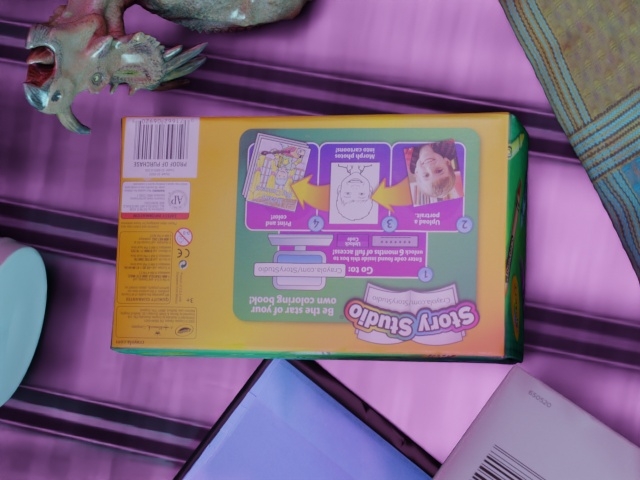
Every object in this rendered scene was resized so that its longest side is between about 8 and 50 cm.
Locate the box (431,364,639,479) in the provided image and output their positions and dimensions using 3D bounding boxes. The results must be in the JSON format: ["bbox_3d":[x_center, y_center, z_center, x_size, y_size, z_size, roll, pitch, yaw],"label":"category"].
[{"bbox_3d":[0.145,0.212,1.124,0.182,0.119,0.181,34,76,11],"label":"box"}]

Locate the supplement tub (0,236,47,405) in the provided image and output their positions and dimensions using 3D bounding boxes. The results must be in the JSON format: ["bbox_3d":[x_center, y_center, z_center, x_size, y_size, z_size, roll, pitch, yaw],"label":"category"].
[{"bbox_3d":[-0.313,0.040,1.248,0.199,0.144,0.144,14,92,13],"label":"supplement tub"}]

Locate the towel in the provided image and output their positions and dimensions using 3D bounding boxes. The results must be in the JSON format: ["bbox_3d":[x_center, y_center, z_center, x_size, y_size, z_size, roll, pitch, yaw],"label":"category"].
[{"bbox_3d":[0.209,-0.121,1.085,0.040,0.271,0.370,-23,82,-24],"label":"towel"}]

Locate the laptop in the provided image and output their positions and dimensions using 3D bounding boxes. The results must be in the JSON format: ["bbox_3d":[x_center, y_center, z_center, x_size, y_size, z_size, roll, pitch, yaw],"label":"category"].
[{"bbox_3d":[-0.032,0.241,1.181,0.234,0.264,0.136,38,134,12],"label":"laptop"}]

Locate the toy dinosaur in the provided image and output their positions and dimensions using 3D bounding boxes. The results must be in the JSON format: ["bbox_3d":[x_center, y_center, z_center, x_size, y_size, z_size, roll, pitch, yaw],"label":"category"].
[{"bbox_3d":[-0.076,-0.185,1.204,0.295,0.127,0.200,-7,105,-20],"label":"toy dinosaur"}]

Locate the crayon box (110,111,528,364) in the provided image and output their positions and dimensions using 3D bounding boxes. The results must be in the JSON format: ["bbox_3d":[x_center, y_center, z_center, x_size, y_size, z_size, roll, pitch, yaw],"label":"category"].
[{"bbox_3d":[0.000,0.000,1.200,0.278,0.081,0.165,1,83,13],"label":"crayon box"}]
